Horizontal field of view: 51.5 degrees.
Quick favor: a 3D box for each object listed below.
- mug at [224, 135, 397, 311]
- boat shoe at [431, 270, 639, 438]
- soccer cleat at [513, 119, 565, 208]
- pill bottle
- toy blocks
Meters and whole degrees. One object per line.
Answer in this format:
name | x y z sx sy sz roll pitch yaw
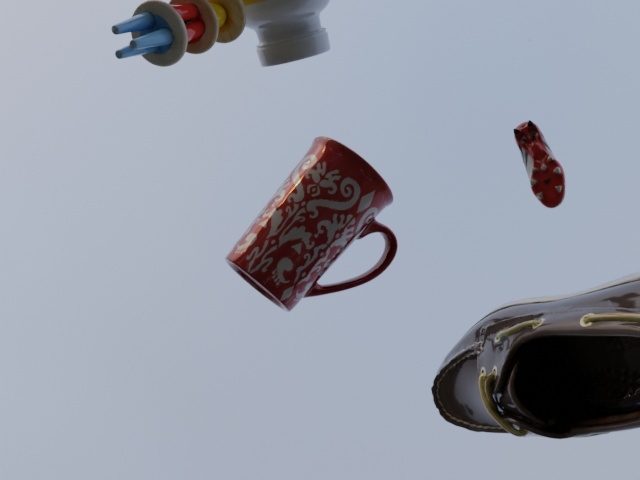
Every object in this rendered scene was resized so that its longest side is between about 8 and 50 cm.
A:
mug | -0.002 -0.004 0.721 0.150 0.113 0.169 38 -102 12
boat shoe | 0.190 0.109 0.546 0.324 0.097 0.116 -34 -97 54
soccer cleat | 0.182 -0.061 0.547 0.029 0.036 0.083 -27 -120 23
pill bottle | -0.047 -0.270 0.645 0.103 0.103 0.184 -7 -69 19
toy blocks | -0.112 -0.206 0.531 0.054 0.148 0.123 20 -58 14
